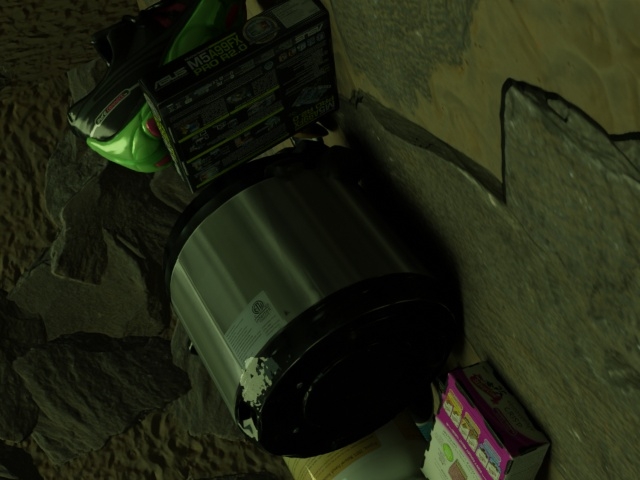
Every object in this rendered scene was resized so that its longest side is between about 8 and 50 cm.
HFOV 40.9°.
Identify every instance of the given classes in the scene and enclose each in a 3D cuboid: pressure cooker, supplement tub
[{"bbox_3d":[-0.037,0.068,1.326,0.420,0.370,0.375,52,162,36],"label":"pressure cooker"},{"bbox_3d":[0.057,0.359,1.470,0.316,0.228,0.228,56,168,35],"label":"supplement tub"}]

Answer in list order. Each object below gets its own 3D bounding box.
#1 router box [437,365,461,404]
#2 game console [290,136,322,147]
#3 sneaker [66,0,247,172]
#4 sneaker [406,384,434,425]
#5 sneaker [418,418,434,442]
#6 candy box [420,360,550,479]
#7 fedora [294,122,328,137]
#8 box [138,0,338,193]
[{"bbox_3d":[0.254,0.308,1.377,0.179,0.046,0.133,56,167,38],"label":"router box"},{"bbox_3d":[-0.034,-0.226,1.599,0.107,0.071,0.122,-22,96,51],"label":"game console"},{"bbox_3d":[-0.251,-0.330,1.371,0.202,0.482,0.185,16,146,9],"label":"sneaker"},{"bbox_3d":[0.133,0.211,1.590,0.147,0.105,0.295,95,152,-82],"label":"sneaker"},{"bbox_3d":[0.196,0.387,1.844,0.092,0.087,0.228,59,180,-28],"label":"sneaker"},{"bbox_3d":[0.231,0.312,1.239,0.159,0.071,0.233,55,149,41],"label":"candy box"},{"bbox_3d":[-0.067,-0.232,1.444,0.194,0.194,0.079,-133,55,-60],"label":"fedora"},{"bbox_3d":[-0.106,-0.208,1.233,0.060,0.270,0.216,53,167,27],"label":"box"}]
